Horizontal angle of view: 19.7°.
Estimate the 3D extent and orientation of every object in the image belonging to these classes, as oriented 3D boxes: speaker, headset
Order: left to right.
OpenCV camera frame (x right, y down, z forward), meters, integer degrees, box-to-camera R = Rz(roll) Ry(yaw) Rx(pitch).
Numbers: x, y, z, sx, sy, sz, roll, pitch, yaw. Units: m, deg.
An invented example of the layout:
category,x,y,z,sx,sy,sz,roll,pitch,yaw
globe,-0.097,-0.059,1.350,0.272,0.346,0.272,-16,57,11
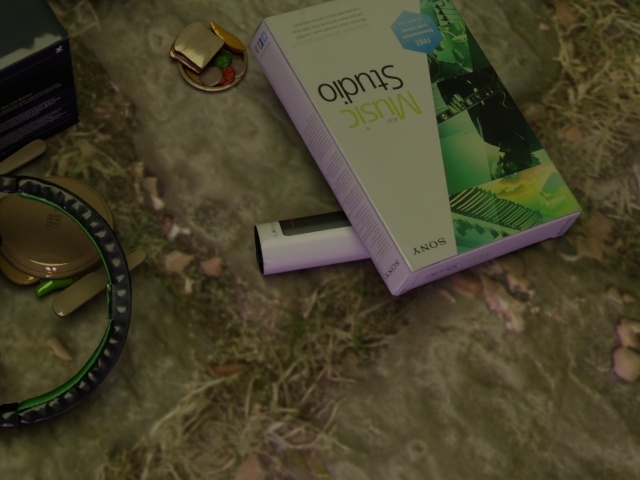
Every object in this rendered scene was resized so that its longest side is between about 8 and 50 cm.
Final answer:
category,x,y,z,sx,sy,sz,roll,pitch,yaw
headset,-0.383,0.056,1.801,0.394,0.185,0.243,0,93,-8
speaker,0.000,0.000,1.906,0.136,0.055,0.055,-9,69,-8

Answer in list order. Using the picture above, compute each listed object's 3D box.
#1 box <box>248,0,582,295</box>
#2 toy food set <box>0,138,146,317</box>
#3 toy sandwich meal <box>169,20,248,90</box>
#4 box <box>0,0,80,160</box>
category,x,y,z,sx,sy,sz,roll,pitch,yaw
box,0.099,-0.118,1.926,0.232,0.058,0.322,-19,71,-31
toy food set,-0.279,-0.009,1.901,0.132,0.038,0.192,-34,69,-24
toy sandwich meal,-0.119,-0.201,1.991,0.085,0.029,0.086,2,68,-4
box,-0.384,-0.141,1.863,0.261,0.184,0.103,-28,73,-15
